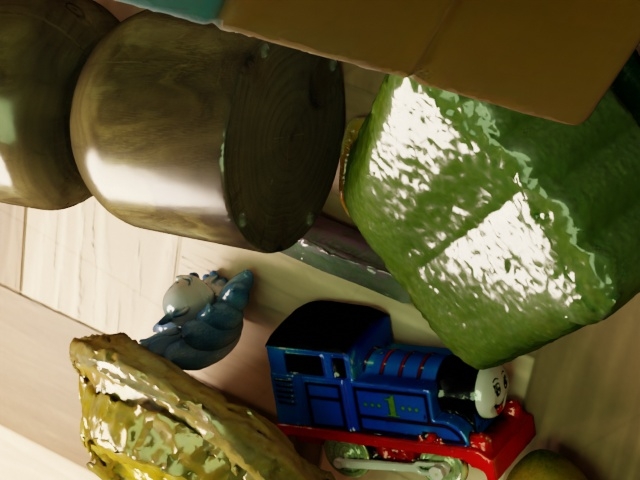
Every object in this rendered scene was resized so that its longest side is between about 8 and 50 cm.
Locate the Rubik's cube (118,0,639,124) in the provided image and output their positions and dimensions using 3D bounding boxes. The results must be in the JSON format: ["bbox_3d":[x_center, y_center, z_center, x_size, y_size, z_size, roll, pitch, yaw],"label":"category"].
[{"bbox_3d":[0.045,-0.322,0.881,0.346,0.347,0.344,13,134,-21],"label":"Rubik's cube"}]

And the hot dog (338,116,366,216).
[{"bbox_3d":[0.031,-0.051,1.309,0.030,0.034,0.090,13,120,28],"label":"hot dog"}]

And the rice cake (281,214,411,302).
[{"bbox_3d":[0.000,0.000,1.349,0.206,0.047,0.036,24,139,23],"label":"rice cake"}]

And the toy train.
[{"bbox_3d":[0.061,0.127,1.349,0.204,0.083,0.131,4,113,30],"label":"toy train"}]

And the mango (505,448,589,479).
[{"bbox_3d":[0.183,0.252,1.332,0.111,0.089,0.163,27,117,20],"label":"mango"}]

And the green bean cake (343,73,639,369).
[{"bbox_3d":[0.124,-0.034,1.164,0.222,0.125,0.248,51,153,2],"label":"green bean cake"}]

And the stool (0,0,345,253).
[{"bbox_3d":[-0.135,-0.097,1.299,0.264,0.179,0.179,10,118,27],"label":"stool"}]

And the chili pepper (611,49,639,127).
[{"bbox_3d":[0.229,-0.038,1.183,0.088,0.059,0.227,-3,120,57],"label":"chili pepper"}]

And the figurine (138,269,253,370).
[{"bbox_3d":[-0.108,0.071,1.414,0.114,0.114,0.079,-17,108,37],"label":"figurine"}]

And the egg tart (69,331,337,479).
[{"bbox_3d":[-0.108,0.183,1.389,0.291,0.107,0.291,32,167,8],"label":"egg tart"}]
